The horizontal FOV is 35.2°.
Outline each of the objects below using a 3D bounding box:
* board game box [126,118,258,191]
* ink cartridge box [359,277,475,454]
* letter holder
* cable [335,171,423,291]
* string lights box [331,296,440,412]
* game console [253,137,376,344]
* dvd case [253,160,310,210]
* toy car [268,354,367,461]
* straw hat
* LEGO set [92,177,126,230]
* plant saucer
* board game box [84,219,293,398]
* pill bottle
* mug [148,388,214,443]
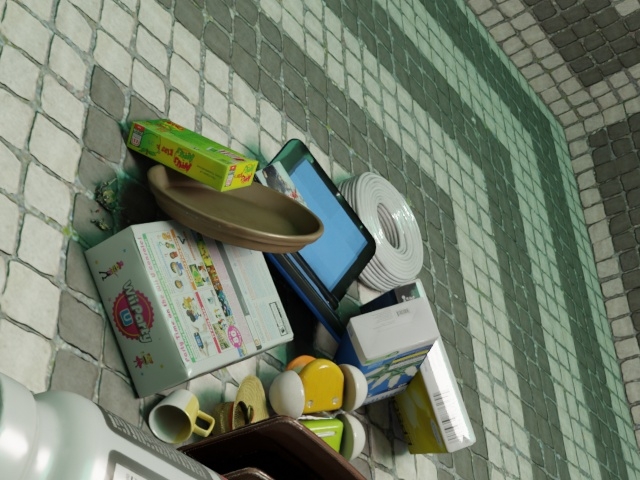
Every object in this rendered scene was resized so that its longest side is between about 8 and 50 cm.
[{"bbox_3d":[-0.199,-0.135,1.563,0.181,0.043,0.092,26,19,20],"label":"board game box"},{"bbox_3d":[0.162,0.246,1.881,0.072,0.307,0.304,-17,81,-19],"label":"ink cartridge box"},{"bbox_3d":[-0.040,0.397,1.363,0.302,0.214,0.152,49,32,-30],"label":"letter holder"},{"bbox_3d":[0.118,-0.017,2.109,0.257,0.089,0.257,56,29,-19],"label":"cable"},{"bbox_3d":[0.099,0.196,1.699,0.260,0.133,0.077,106,-35,-60],"label":"string lights box"},{"bbox_3d":[0.000,0.000,1.775,0.293,0.173,0.250,52,0,-25],"label":"game console"},{"bbox_3d":[-0.061,-0.072,1.683,0.119,0.013,0.087,59,31,-1],"label":"dvd case"},{"bbox_3d":[-0.019,0.270,1.591,0.159,0.136,0.182,-1,95,-31],"label":"toy car"},{"bbox_3d":[-0.128,0.268,1.475,0.144,0.061,0.145,-3,90,-71],"label":"straw hat"},{"bbox_3d":[-0.311,-0.052,1.452,0.054,0.023,0.083,49,45,-25],"label":"LEGO set"},{"bbox_3d":[-0.130,-0.047,1.513,0.277,0.041,0.278,19,15,-5],"label":"plant saucer"},{"bbox_3d":[-0.182,0.084,1.488,0.303,0.097,0.224,-10,77,-64],"label":"board game box"},{"bbox_3d":[-0.256,0.287,1.072,0.363,0.210,0.210,42,36,-38],"label":"pill bottle"},{"bbox_3d":[-0.192,0.242,1.387,0.078,0.062,0.064,53,21,-10],"label":"mug"}]
